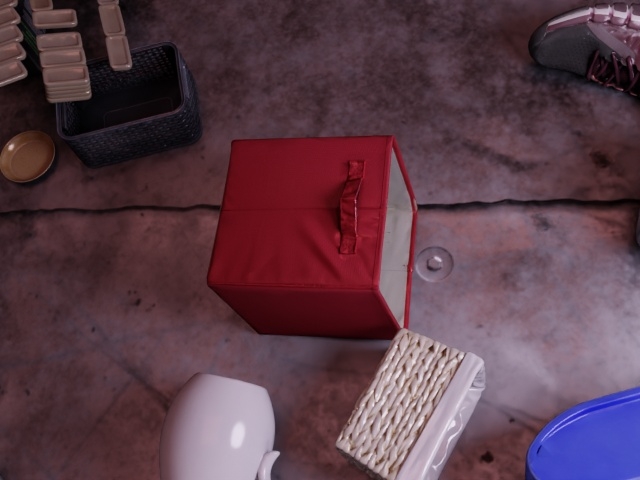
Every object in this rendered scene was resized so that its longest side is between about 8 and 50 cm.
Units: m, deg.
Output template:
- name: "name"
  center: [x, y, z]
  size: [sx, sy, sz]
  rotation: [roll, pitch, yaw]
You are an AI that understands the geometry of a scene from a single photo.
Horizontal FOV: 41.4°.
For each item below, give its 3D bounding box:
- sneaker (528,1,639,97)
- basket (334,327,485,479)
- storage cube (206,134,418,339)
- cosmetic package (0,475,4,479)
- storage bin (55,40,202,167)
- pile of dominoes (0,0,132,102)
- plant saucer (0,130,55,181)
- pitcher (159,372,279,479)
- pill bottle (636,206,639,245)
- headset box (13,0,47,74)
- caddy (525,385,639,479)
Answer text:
- name: "sneaker"
  center: [0.405, -0.202, 1.057]
  size: [0.281, 0.106, 0.163]
  rotation: [0, 70, 9]
- name: "basket"
  center: [0.100, 0.193, 0.933]
  size: [0.103, 0.113, 0.167]
  rotation: [25, 73, 21]
- name: "storage cube"
  center: [0.000, 0.000, 0.983]
  size: [0.193, 0.215, 0.184]
  rotation: [0, 67, 17]
- name: "cosmetic package"
  center: [-0.367, 0.371, 0.944]
  size: [0.238, 0.107, 0.127]
  rotation: [38, 75, 25]
- name: "storage bin"
  center: [-0.266, -0.187, 1.178]
  size: [0.180, 0.084, 0.122]
  rotation: [-14, 65, 5]
- name: "pile of dominoes"
  center: [-0.374, -0.299, 1.168]
  size: [0.195, 0.040, 0.251]
  rotation: [-9, 61, -16]
- name: "plant saucer"
  center: [-0.416, -0.117, 1.211]
  size: [0.083, 0.015, 0.084]
  rotation: [-3, 66, 8]
- name: "pitcher"
  center: [-0.099, 0.260, 0.931]
  size: [0.177, 0.125, 0.207]
  rotation: [7, 75, 22]
- name: "pill bottle"
  center: [0.502, -0.036, 0.940]
  size: [0.264, 0.153, 0.153]
  rotation: [13, 70, 14]
- name: "headset box"
  center: [-0.549, -0.370, 1.280]
  size: [0.246, 0.131, 0.283]
  rotation: [-5, 67, 8]
- name: "caddy"
  center: [0.356, 0.276, 0.822]
  size: [0.341, 0.179, 0.241]
  rotation: [-15, 41, 3]
